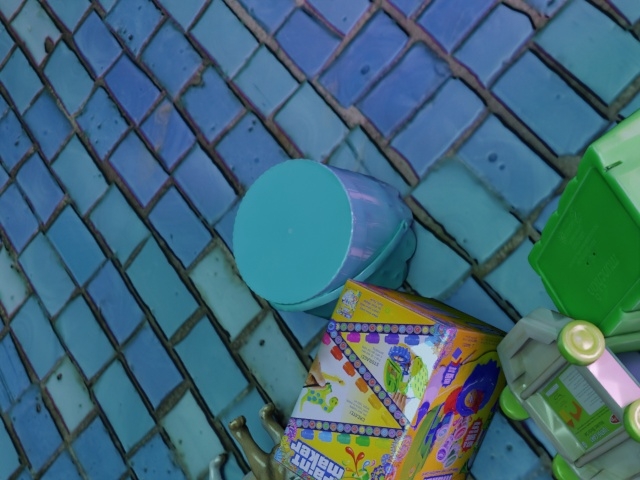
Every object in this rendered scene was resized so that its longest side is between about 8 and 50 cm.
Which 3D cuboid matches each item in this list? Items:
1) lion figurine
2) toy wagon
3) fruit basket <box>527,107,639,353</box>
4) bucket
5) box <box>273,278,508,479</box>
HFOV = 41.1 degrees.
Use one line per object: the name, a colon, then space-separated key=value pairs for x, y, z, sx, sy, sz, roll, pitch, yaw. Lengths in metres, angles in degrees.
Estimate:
lion figurine: x=-0.109 y=0.446 z=1.471 sx=0.240 sy=0.142 sz=0.392 roll=54 pitch=126 yaw=21
toy wagon: x=0.368 y=0.252 z=1.126 sx=0.068 sy=0.267 sz=0.344 roll=-31 pitch=70 yaw=-20
fruit basket: x=0.482 y=-0.051 z=1.093 sx=0.392 sy=0.392 sz=0.283 roll=-37 pitch=63 yaw=22
bucket: x=0.000 y=0.000 z=1.440 sx=0.281 sy=0.183 sz=0.281 roll=-7 pitch=77 yaw=33
box: x=0.123 y=0.230 z=1.252 sx=0.177 sy=0.290 sz=0.279 roll=25 pitch=95 yaw=33
